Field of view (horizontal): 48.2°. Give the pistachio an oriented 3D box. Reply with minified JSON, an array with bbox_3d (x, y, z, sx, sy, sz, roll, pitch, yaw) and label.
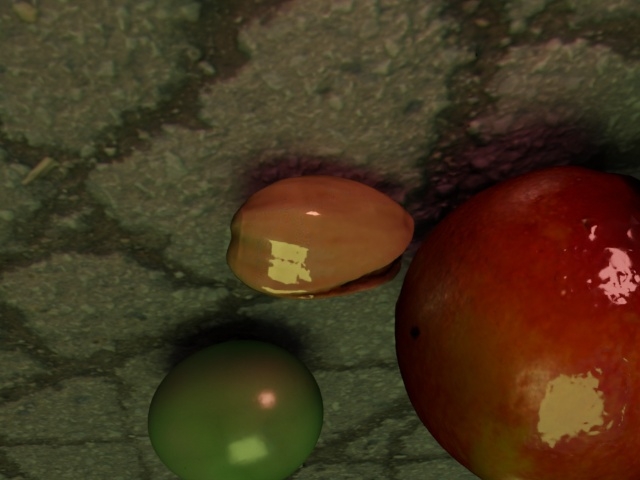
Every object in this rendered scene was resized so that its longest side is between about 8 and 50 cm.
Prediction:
[{"bbox_3d":[0.000,0.000,0.854,0.230,0.157,0.157,-2,137,-18],"label":"pistachio"}]

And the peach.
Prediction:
[{"bbox_3d":[0.265,0.095,0.817,0.389,0.388,0.388,-1,136,-1],"label":"peach"}]

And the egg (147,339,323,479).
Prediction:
[{"bbox_3d":[-0.128,0.260,1.065,0.270,0.220,0.220,-10,136,15],"label":"egg"}]
